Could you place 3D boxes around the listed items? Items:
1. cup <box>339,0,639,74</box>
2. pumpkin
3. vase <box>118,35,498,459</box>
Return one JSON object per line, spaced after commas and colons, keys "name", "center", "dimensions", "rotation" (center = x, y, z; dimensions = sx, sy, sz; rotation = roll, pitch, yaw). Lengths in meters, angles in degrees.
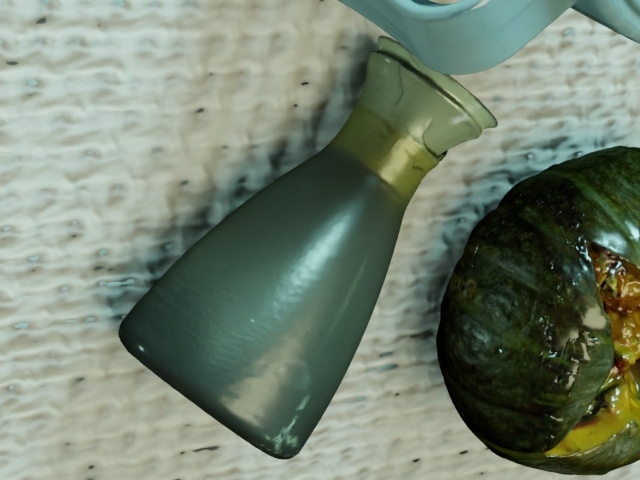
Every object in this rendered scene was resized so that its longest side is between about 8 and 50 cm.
{"name": "cup", "center": [0.156, -0.291, 1.258], "dimensions": [0.331, 0.311, 0.257], "rotation": [-16, 126, -28]}
{"name": "pumpkin", "center": [0.251, 0.064, 1.641], "dimensions": [0.320, 0.192, 0.320], "rotation": [-18, 129, -25]}
{"name": "vase", "center": [0.000, 0.000, 1.445], "dimensions": [0.321, 0.173, 0.173], "rotation": [-53, 135, -5]}
